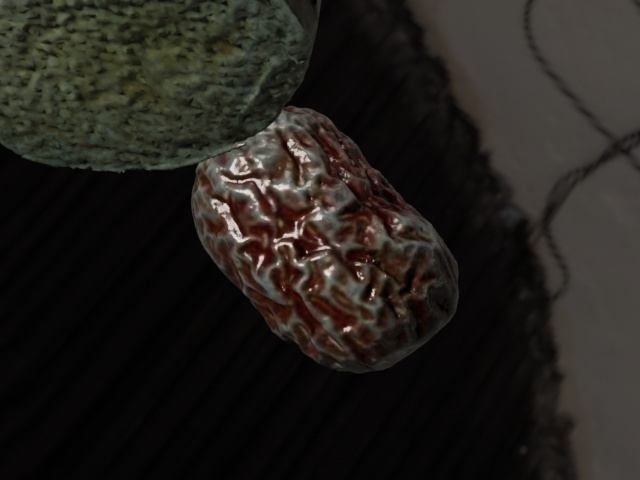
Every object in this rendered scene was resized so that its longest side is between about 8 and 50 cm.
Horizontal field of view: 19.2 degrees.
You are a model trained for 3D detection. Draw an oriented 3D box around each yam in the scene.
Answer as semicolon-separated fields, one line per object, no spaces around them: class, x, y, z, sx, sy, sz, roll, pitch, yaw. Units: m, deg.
yam;-0.106;-0.241;1.303;0.241;0.348;0.241;7;151;4

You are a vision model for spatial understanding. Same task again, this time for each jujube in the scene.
jujube;0.000;0.000;2.050;0.317;0.226;0.226;48;146;5
